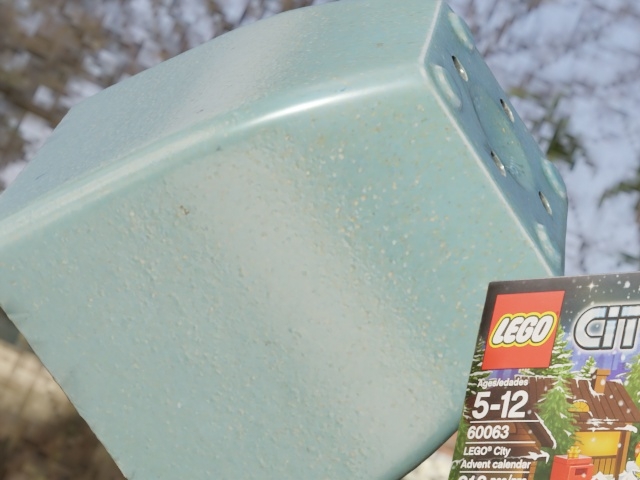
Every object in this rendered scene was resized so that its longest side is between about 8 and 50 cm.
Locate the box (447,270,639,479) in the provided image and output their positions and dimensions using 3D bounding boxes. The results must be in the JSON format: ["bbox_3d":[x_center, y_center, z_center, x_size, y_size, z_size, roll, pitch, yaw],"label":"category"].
[{"bbox_3d":[0.144,0.087,0.615,0.233,0.159,0.044,-5,-27,40],"label":"box"}]

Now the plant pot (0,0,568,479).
[{"bbox_3d":[0.000,0.000,1.072,0.247,0.252,0.248,57,19,-15],"label":"plant pot"}]
